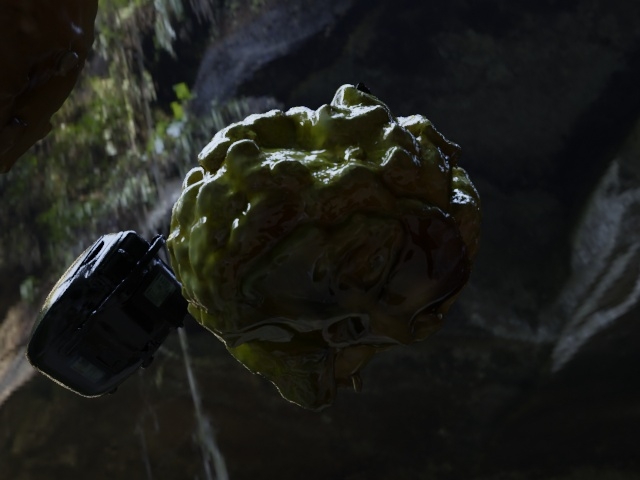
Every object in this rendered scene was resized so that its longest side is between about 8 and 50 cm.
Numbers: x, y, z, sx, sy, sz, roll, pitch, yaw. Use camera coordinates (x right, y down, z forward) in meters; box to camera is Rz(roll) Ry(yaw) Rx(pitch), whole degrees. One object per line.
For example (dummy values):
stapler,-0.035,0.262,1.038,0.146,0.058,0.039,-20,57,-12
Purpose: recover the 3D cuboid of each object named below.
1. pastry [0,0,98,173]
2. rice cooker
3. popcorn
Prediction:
pastry,-0.287,-0.141,0.774,0.284,0.184,0.315,47,-115,-6
rice cooker,-0.212,0.074,1.293,0.118,0.142,0.203,40,-44,-9
popcorn,0.003,0.000,0.900,0.218,0.169,0.189,-8,-48,-11
